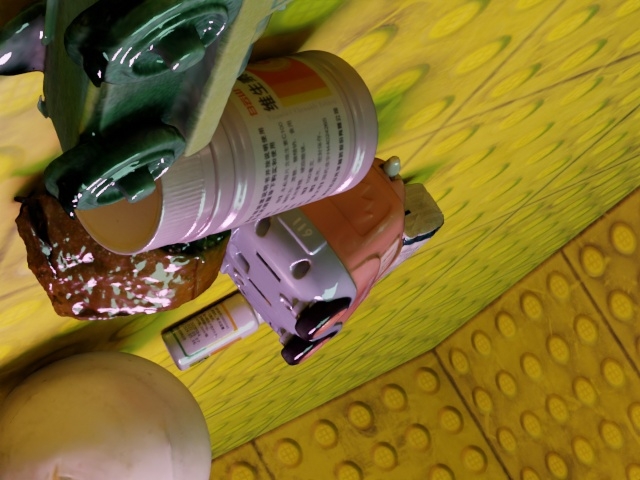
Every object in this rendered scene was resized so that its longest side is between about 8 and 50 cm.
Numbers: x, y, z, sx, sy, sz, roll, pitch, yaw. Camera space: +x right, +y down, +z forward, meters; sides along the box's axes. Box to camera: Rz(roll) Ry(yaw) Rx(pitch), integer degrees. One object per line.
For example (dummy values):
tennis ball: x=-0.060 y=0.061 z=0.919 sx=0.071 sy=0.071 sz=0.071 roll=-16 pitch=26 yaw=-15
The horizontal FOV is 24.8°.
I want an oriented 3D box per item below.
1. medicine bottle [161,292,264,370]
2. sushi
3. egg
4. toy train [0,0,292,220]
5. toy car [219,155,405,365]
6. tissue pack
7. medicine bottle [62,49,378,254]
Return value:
medicine bottle: x=-0.119 y=0.105 z=2.071 sx=0.220 sy=0.061 sz=0.092 roll=-29 pitch=-167 yaw=-10
sushi: x=-0.145 y=-0.017 z=1.299 sx=0.149 sy=0.140 sz=0.287 roll=11 pitch=-158 yaw=43
egg: x=-0.277 y=0.277 z=1.839 sx=0.283 sy=0.283 sz=0.345 roll=-33 pitch=179 yaw=10
toy train: x=-0.078 y=-0.155 z=0.865 sx=0.237 sy=0.150 sz=0.369 roll=-33 pitch=172 yaw=-22
toy car: x=0.000 y=0.000 z=1.646 sx=0.212 sy=0.180 sz=0.270 roll=-37 pitch=170 yaw=-18
tissue pack: x=0.081 y=-0.003 z=2.016 sx=0.103 sy=0.090 sz=0.170 roll=-19 pitch=165 yaw=-45
medicine bottle: x=-0.078 y=-0.076 z=1.201 sx=0.249 sy=0.133 sz=0.133 roll=-20 pitch=164 yaw=-43
